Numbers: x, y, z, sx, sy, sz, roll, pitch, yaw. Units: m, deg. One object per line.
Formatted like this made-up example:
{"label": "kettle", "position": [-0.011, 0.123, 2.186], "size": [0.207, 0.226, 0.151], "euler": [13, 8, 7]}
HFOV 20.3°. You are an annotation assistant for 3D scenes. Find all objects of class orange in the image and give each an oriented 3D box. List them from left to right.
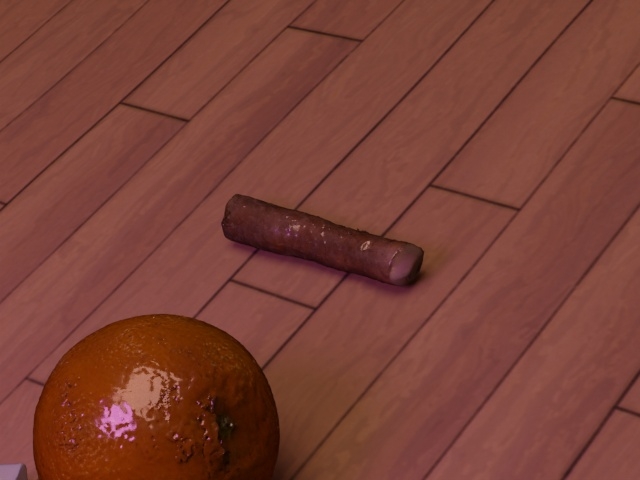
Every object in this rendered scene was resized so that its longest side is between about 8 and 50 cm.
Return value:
{"label": "orange", "position": [-0.177, 0.209, 1.945], "size": [0.274, 0.274, 0.274], "euler": [-11, 39, 9]}

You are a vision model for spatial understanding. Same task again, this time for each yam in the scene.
{"label": "yam", "position": [0.000, 0.000, 2.286], "size": [0.299, 0.066, 0.066], "euler": [15, 49, 35]}

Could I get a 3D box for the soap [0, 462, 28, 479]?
{"label": "soap", "position": [-0.438, 0.321, 2.069], "size": [0.198, 0.066, 0.119], "euler": [-5, 38, 15]}
